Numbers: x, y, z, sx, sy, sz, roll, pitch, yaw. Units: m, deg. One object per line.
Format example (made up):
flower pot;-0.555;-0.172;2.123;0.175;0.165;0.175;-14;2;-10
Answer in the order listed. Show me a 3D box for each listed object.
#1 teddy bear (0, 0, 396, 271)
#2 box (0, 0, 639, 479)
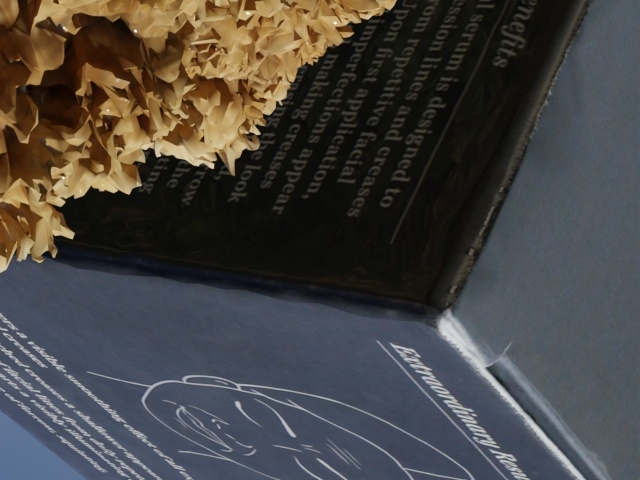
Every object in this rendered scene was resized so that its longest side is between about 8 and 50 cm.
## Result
teddy bear;-0.062;-0.110;0.377;0.113;0.245;0.338;0;-164;14
box;0.000;0.000;0.847;0.396;0.212;0.293;8;151;38
